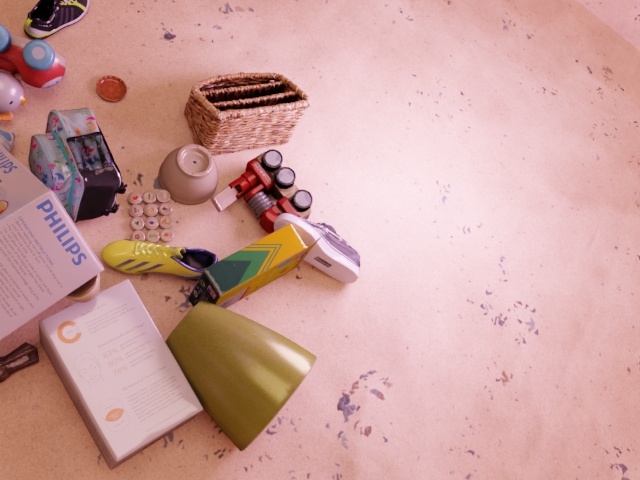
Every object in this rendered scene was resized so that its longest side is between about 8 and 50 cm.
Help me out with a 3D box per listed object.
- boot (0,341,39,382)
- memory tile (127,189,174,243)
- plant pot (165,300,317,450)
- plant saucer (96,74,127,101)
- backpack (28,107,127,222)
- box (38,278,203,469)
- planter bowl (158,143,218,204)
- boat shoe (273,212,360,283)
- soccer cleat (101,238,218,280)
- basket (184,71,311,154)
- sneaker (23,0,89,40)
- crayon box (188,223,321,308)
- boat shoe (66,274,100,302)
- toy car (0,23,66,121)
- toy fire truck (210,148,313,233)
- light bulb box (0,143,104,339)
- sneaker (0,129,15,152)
[{"bbox_3d":[-0.703,0.253,1.576,0.114,0.037,0.106,-32,94,-27],"label":"boot"},{"bbox_3d":[-0.442,-0.062,1.832,0.113,0.012,0.148,-3,71,-19],"label":"memory tile"},{"bbox_3d":[-0.206,0.282,1.627,0.293,0.275,0.275,40,59,2],"label":"plant pot"},{"bbox_3d":[-0.581,-0.421,1.951,0.083,0.013,0.084,9,63,-17],"label":"plant saucer"},{"bbox_3d":[-0.604,-0.192,1.716,0.191,0.225,0.254,-9,66,-30],"label":"backpack"},{"bbox_3d":[-0.453,0.300,1.578,0.215,0.168,0.345,-27,79,-29],"label":"box"},{"bbox_3d":[-0.346,-0.191,1.883,0.162,0.109,0.162,9,63,-18],"label":"planter bowl"},{"bbox_3d":[0.000,0.000,1.902,0.301,0.108,0.102,35,51,-27],"label":"boat shoe"},{"bbox_3d":[-0.394,0.038,1.750,0.289,0.121,0.094,11,64,-17],"label":"soccer cleat"},{"bbox_3d":[-0.211,-0.392,1.964,0.299,0.223,0.214,-13,72,-25],"label":"basket"},{"bbox_3d":[-0.726,-0.642,1.946,0.084,0.097,0.235,36,59,-3],"label":"sneaker"},{"bbox_3d":[-0.167,0.070,1.781,0.318,0.202,0.081,-29,79,-31],"label":"crayon box"},{"bbox_3d":[-0.567,0.068,1.594,0.109,0.098,0.302,-37,42,-21],"label":"boat shoe"},{"bbox_3d":[-0.783,-0.398,1.786,0.210,0.219,0.238,20,90,-13],"label":"toy car"},{"bbox_3d":[-0.169,-0.107,1.904,0.246,0.158,0.217,-34,82,-19],"label":"toy fire truck"},{"bbox_3d":[-0.712,0.021,1.446,0.361,0.225,0.358,-37,41,-21],"label":"light bulb box"},{"bbox_3d":[-0.876,-0.275,1.733,0.237,0.085,0.086,23,43,-10],"label":"sneaker"}]
